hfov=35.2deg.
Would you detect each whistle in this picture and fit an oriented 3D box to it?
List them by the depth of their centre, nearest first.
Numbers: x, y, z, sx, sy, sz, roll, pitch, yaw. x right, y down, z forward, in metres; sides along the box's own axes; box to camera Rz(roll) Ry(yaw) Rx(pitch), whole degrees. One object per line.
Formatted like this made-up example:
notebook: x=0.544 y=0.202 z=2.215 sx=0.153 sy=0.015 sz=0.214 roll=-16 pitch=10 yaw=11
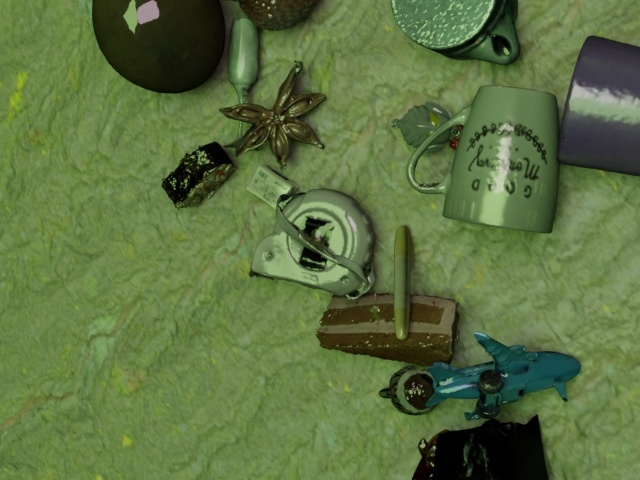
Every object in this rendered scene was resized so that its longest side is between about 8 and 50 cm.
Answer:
whistle: x=0.220 y=-0.484 z=1.740 sx=0.188 sy=0.168 sz=0.404 roll=-12 pitch=88 yaw=23

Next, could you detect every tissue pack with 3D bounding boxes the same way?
tissue pack: x=-0.094 y=-0.102 z=1.958 sx=0.083 sy=0.042 sz=0.062 roll=34 pitch=103 yaw=18

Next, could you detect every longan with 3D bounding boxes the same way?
longan: x=-0.304 y=-0.418 z=1.913 sx=0.243 sy=0.300 sz=0.300 roll=-3 pitch=92 yaw=2

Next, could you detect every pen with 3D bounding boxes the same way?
pen: x=0.150 y=0.074 z=1.816 sx=0.032 sy=0.040 sz=0.233 roll=-23 pitch=50 yaw=36

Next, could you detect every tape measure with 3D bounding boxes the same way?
tape measure: x=0.000 y=0.000 z=1.886 sx=0.236 sy=0.120 sz=0.197 roll=14 pitch=96 yaw=17

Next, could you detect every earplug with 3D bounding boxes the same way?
earplug: x=0.614 y=-0.176 z=1.576 sx=0.456 sy=0.215 sz=0.215 roll=15 pitch=98 yaw=18

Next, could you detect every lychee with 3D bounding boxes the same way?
lychee: x=-0.093 y=-0.468 z=1.873 sx=0.197 sy=0.165 sz=0.165 roll=-20 pitch=84 yaw=-12

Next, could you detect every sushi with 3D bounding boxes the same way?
sushi: x=0.267 y=0.425 z=1.737 sx=0.213 sy=0.227 sz=0.215 roll=-13 pitch=82 yaw=30
sushi: x=-0.240 y=-0.126 z=1.994 sx=0.150 sy=0.090 sz=0.078 roll=-40 pitch=74 yaw=21

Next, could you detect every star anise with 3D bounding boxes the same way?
star anise: x=-0.081 y=-0.221 z=1.915 sx=0.208 sy=0.063 sz=0.171 roll=-34 pitch=104 yaw=-8

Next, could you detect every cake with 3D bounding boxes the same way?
cake: x=0.132 y=0.163 z=1.851 sx=0.295 sy=0.113 sz=0.115 roll=3 pitch=61 yaw=31

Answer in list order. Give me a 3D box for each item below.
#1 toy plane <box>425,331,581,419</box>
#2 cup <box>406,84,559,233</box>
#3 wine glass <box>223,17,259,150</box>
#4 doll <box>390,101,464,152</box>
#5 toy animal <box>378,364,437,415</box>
toy plane: x=0.318 y=0.240 z=1.745 sx=0.271 sy=0.254 sz=0.105 roll=-2 pitch=48 yaw=2
cup: x=0.279 y=-0.143 z=1.712 sx=0.258 sy=0.186 sz=0.234 roll=7 pitch=94 yaw=6
wine glass: x=-0.150 y=-0.307 z=1.961 sx=0.074 sy=0.074 sz=0.262 roll=3 pitch=92 yaw=23
doll: x=0.214 y=-0.199 z=1.812 sx=0.180 sy=0.079 sz=0.094 roll=11 pitch=97 yaw=10
toy animal: x=0.157 y=0.277 z=1.845 sx=0.137 sy=0.098 sz=0.098 roll=-13 pitch=88 yaw=24
